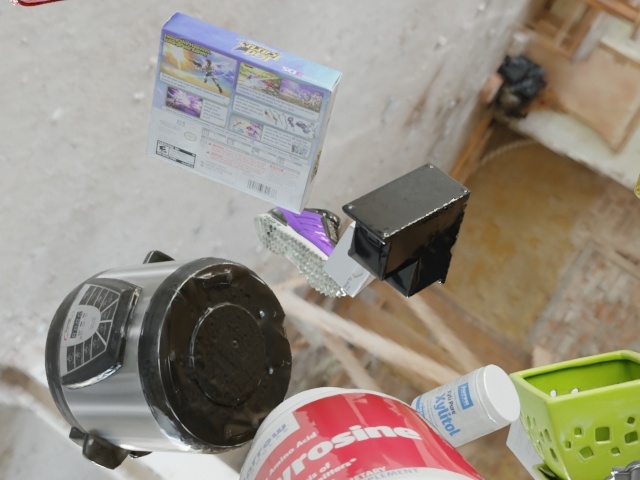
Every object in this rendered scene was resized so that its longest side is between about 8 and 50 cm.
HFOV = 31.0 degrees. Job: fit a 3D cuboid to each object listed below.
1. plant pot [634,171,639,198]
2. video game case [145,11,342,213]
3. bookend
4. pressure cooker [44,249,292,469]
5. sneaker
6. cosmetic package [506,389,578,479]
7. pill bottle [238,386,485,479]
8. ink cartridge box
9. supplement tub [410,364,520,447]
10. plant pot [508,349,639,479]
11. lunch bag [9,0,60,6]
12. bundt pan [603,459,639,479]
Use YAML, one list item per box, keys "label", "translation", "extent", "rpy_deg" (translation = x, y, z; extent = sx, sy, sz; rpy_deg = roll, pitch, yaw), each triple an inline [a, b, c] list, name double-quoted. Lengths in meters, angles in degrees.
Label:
- label: "plant pot"
  translation: [0.436, -0.071, 1.415]
  extent: [0.083, 0.081, 0.081]
  rpy_deg: [0, 111, -32]
- label: "video game case"
  translation: [-0.122, -0.191, 1.751]
  extent: [0.061, 0.270, 0.244]
  rpy_deg: [-62, 171, -46]
- label: "bookend"
  translation: [0.095, 0.007, 1.425]
  extent: [0.156, 0.072, 0.157]
  rpy_deg: [-28, 143, -35]
- label: "pressure cooker"
  translation: [-0.312, 0.226, 2.195]
  extent: [0.370, 0.420, 0.375]
  rpy_deg: [-29, 107, -45]
- label: "sneaker"
  translation: [0.000, -0.001, 2.403]
  extent: [0.146, 0.293, 0.102]
  rpy_deg: [-28, 137, -27]
- label: "cosmetic package"
  translation: [0.543, 0.428, 2.178]
  extent: [0.217, 0.385, 0.156]
  rpy_deg: [-3, 116, -24]
- label: "pill bottle"
  translation: [0.043, 0.272, 1.080]
  extent: [0.229, 0.229, 0.408]
  rpy_deg: [-56, -167, 0]
- label: "ink cartridge box"
  translation: [0.098, -0.007, 1.849]
  extent: [0.175, 0.072, 0.127]
  rpy_deg: [-38, 167, -41]
- label: "supplement tub"
  translation: [0.161, 0.190, 1.292]
  extent: [0.107, 0.071, 0.071]
  rpy_deg: [-32, 179, 32]
- label: "plant pot"
  translation: [0.455, 0.314, 1.889]
  extent: [0.227, 0.228, 0.207]
  rpy_deg: [-143, -137, -82]
- label: "lunch bag"
  translation: [-0.359, -0.456, 1.738]
  extent: [0.258, 0.120, 0.293]
  rpy_deg: [-44, 168, 37]
- label: "bundt pan"
  translation: [0.551, 0.431, 1.619]
  extent: [0.331, 0.331, 0.124]
  rpy_deg: [96, 14, -60]
